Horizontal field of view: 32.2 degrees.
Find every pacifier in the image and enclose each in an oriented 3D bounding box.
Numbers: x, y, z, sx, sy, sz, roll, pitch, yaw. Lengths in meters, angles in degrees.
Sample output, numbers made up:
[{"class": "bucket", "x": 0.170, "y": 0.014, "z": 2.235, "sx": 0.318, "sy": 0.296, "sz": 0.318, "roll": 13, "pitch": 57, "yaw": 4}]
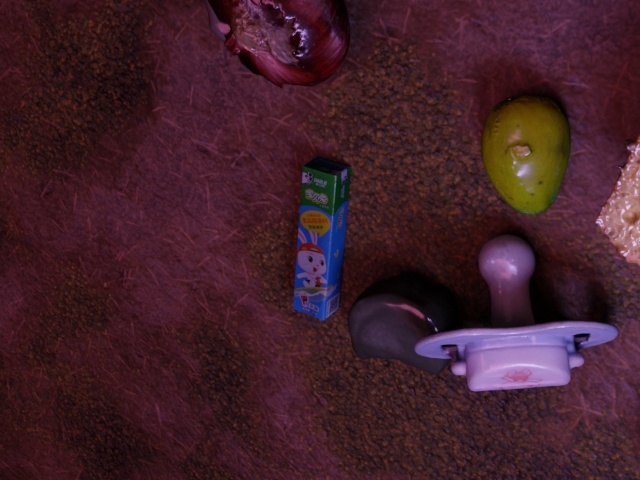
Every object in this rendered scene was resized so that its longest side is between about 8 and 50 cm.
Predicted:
[{"class": "pacifier", "x": 0.279, "y": 0.103, "z": 1.604, "sx": 0.287, "sy": 0.238, "sz": 0.225, "roll": -4, "pitch": 78, "yaw": 12}]

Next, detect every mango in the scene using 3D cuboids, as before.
[{"class": "mango", "x": 0.282, "y": -0.114, "z": 1.523, "sx": 0.119, "sy": 0.100, "sz": 0.178, "roll": 4, "pitch": 123, "yaw": 28}]

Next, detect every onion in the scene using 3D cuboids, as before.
[{"class": "onion", "x": -0.052, "y": -0.348, "z": 1.583, "sx": 0.272, "sy": 0.195, "sz": 0.272, "roll": 47, "pitch": 164, "yaw": 18}]

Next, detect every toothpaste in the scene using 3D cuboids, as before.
[{"class": "toothpaste", "x": 0.000, "y": 0.000, "z": 1.784, "sx": 0.065, "sy": 0.050, "sz": 0.266, "roll": 20, "pitch": 122, "yaw": 26}]

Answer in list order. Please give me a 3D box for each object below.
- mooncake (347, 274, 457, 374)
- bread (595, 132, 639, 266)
[{"class": "mooncake", "x": 0.132, "y": 0.136, "z": 1.738, "sx": 0.175, "sy": 0.104, "sz": 0.168, "roll": 39, "pitch": 124, "yaw": 7}, {"class": "bread", "x": 0.486, "y": -0.109, "z": 1.349, "sx": 0.194, "sy": 0.179, "sz": 0.340, "roll": 32, "pitch": 129, "yaw": 17}]
